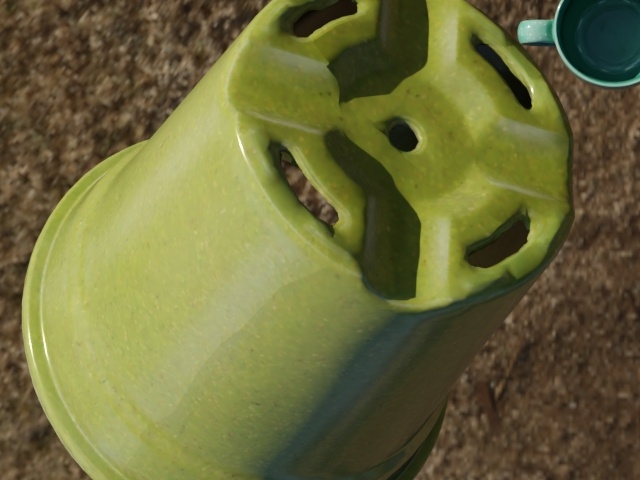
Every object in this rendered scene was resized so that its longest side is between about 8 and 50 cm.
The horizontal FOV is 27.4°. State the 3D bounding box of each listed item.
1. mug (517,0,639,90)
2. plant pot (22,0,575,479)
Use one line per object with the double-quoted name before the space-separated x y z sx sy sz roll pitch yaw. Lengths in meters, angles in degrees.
"mug" 0.314 -0.238 1.457 0.158 0.097 0.129 33 100 9
"plant pot" 0.000 0.000 0.709 0.276 0.276 0.254 29 146 -8
